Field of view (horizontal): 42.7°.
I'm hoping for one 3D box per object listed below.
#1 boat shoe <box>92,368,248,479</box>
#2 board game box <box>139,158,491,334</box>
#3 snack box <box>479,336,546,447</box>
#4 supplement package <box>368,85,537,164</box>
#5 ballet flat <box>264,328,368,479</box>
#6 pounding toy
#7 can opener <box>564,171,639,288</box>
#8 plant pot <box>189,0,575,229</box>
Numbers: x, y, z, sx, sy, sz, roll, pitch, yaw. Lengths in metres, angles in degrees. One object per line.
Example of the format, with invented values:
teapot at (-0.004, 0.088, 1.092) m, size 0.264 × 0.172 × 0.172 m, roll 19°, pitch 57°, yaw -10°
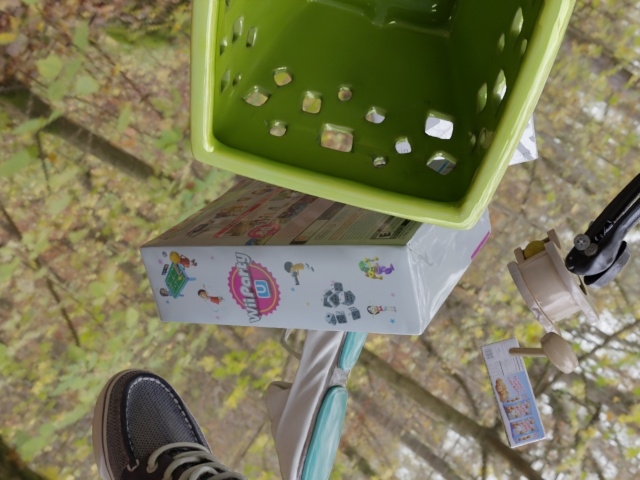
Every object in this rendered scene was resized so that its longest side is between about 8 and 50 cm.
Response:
boat shoe at (-0.121, 0.245, 0.802) m, size 0.127 × 0.340 × 0.158 m, roll -2°, pitch 142°, yaw -39°
board game box at (0.000, 0.000, 0.871) m, size 0.224 × 0.304 × 0.097 m, roll -42°, pitch 125°, yaw -53°
snack box at (0.331, 0.260, 1.409) m, size 0.064 × 0.178 × 0.022 m, roll -15°, pitch 172°, yaw -2°
supplement package at (0.149, -0.237, 1.073) m, size 0.198 × 0.199 × 0.262 m, roll -95°, pitch 170°, yaw -62°
ballet flat at (-0.011, 0.203, 1.260) m, size 0.139 × 0.139 × 0.400 m, roll 75°, pitch 32°, yaw -82°
pounding toy at (0.326, 0.082, 1.274) m, size 0.155 × 0.154 × 0.269 m, roll -30°, pitch -163°, yaw 18°
can opener at (0.380, -0.027, 1.039) m, size 0.073 × 0.059 × 0.186 m, roll 25°, pitch 101°, yaw -48°
plant pot at (0.044, -0.173, 0.596) m, size 0.228 × 0.227 × 0.207 m, roll 104°, pitch 1°, yaw -47°
